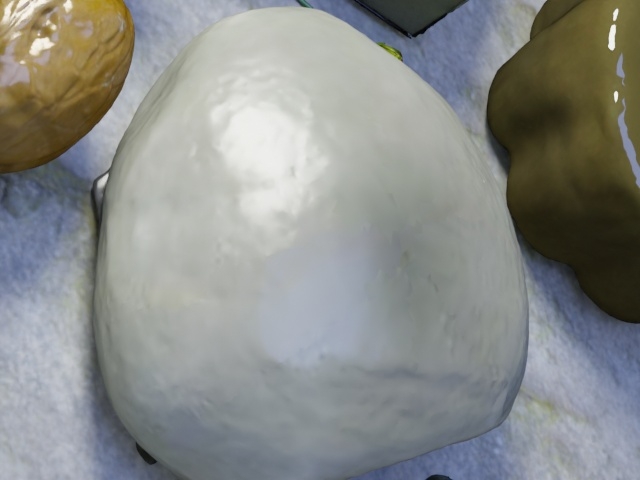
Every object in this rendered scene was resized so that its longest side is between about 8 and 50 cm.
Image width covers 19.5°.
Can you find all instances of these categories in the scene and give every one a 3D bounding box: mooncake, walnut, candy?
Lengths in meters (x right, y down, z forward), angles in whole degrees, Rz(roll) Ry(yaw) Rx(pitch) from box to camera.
[{"bbox_3d":[0.346,-0.101,1.779,0.378,0.201,0.378,9,73,-32],"label":"mooncake"},{"bbox_3d":[-0.240,-0.142,1.462,0.165,0.165,0.197,39,66,-15],"label":"walnut"},{"bbox_3d":[0.000,0.000,1.551,0.386,0.186,0.427,2,67,-28],"label":"candy"},{"bbox_3d":[0.025,-0.188,1.713,0.123,0.035,0.035,37,71,-4],"label":"candy"}]

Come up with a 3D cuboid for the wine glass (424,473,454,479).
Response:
[{"bbox_3d":[0.022,0.247,1.533,0.202,0.093,0.093,-4,77,-33],"label":"wine glass"}]

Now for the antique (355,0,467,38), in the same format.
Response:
[{"bbox_3d":[0.084,-0.299,1.708,0.147,0.148,0.152,32,59,-21],"label":"antique"}]
